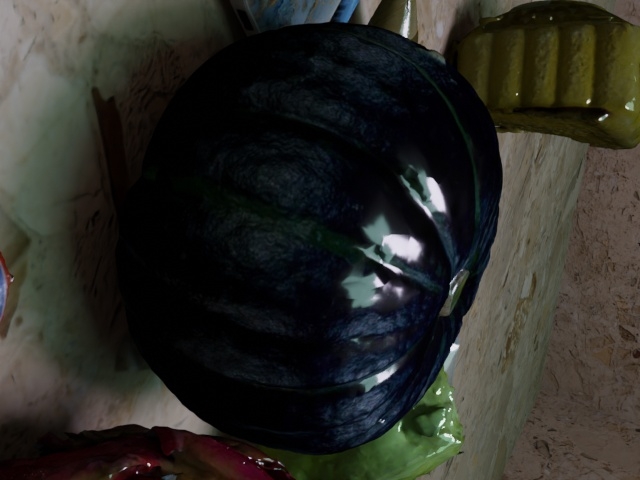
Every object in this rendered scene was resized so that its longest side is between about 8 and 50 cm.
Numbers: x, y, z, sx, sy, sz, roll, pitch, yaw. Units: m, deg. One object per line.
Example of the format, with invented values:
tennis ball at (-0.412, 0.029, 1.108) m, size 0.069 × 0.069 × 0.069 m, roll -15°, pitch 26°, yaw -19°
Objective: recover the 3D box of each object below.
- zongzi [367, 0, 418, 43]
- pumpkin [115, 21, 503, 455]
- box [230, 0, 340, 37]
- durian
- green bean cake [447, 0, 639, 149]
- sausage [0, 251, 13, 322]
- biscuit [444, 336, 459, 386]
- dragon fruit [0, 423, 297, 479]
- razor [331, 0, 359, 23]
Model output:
zongzi at (0.059, -0.188, 0.816) m, size 0.176 × 0.078 × 0.160 m, roll 91°, pitch 24°, yaw -60°
pumpkin at (0.000, 0.000, 0.623) m, size 0.363 × 0.266 × 0.364 m, roll -49°, pitch 149°, yaw -43°
box at (0.002, -0.298, 0.704) m, size 0.285 × 0.044 × 0.142 m, roll -64°, pitch 157°, yaw -18°
durian at (0.042, 0.183, 0.841) m, size 0.204 × 0.255 × 0.340 m, roll 25°, pitch 51°, yaw -53°
green bean cake at (0.374, -0.265, 1.180) m, size 0.285 × 0.309 × 0.202 m, roll 12°, pitch 87°, yaw -68°
sausage at (-0.269, 0.029, 0.317) m, size 0.274 × 0.074 × 0.074 m, roll 0°, pitch 105°, yaw -63°
biscuit at (0.116, 0.170, 1.032) m, size 0.309 × 0.079 × 0.186 m, roll -133°, pitch -127°, yaw -74°
dragon fruit at (-0.121, 0.276, 0.488) m, size 0.329 × 0.329 × 0.329 m, roll -42°, pitch 140°, yaw -48°
razor at (0.044, -0.271, 0.802) m, size 0.253 × 0.042 × 0.082 m, roll -70°, pitch -163°, yaw -8°
